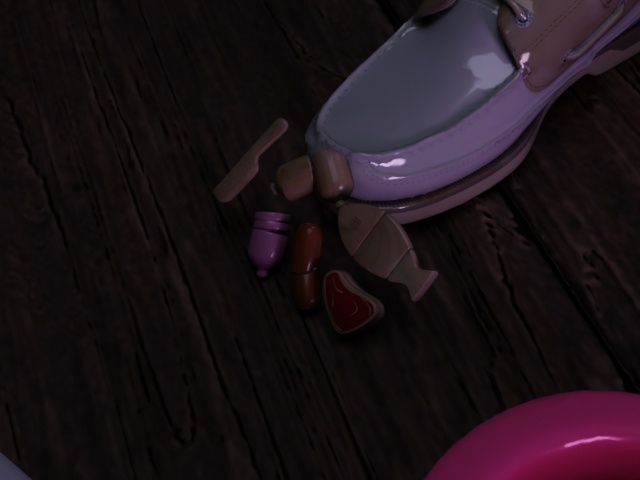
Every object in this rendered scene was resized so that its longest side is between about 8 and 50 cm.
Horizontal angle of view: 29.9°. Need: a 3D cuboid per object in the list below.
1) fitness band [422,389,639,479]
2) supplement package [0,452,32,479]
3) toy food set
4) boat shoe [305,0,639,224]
[{"bbox_3d":[0.104,0.168,0.418,0.209,0.054,0.291,23,45,20],"label":"fitness band"},{"bbox_3d":[-0.175,0.187,0.320,0.145,0.204,0.262,31,54,27],"label":"supplement package"},{"bbox_3d":[0.000,0.000,0.602,0.078,0.019,0.122,-46,64,17],"label":"toy food set"},{"bbox_3d":[0.103,-0.125,0.682,0.113,0.103,0.302,32,55,29],"label":"boat shoe"}]
